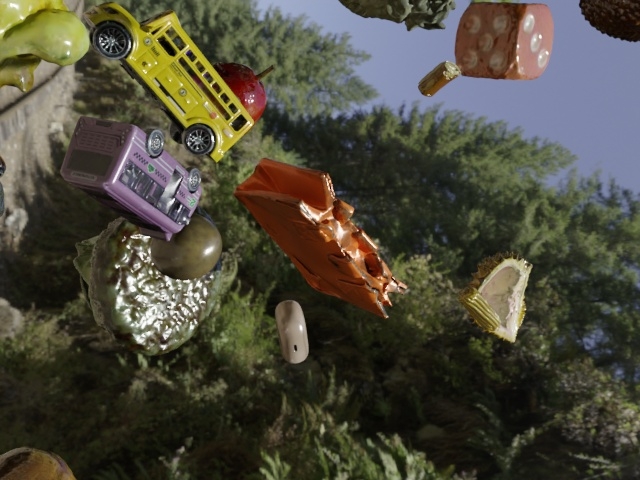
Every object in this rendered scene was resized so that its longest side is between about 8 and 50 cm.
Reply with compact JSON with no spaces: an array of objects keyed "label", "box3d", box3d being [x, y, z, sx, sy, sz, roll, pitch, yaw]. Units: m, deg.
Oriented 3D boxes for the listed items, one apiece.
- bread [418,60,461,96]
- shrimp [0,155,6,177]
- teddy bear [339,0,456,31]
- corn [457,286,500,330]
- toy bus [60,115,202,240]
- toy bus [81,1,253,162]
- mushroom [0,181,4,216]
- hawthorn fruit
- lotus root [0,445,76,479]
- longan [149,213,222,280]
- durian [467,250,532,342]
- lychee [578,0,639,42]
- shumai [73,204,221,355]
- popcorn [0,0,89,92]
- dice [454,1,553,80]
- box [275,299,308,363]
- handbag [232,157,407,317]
[{"label":"bread","box3d":[0.227,-0.312,1.073,0.083,0.047,0.036,-31,-116,53]},{"label":"shrimp","box3d":[-0.676,-0.162,1.039,0.289,0.178,0.075,25,-85,41]},{"label":"teddy bear","box3d":[0.151,-0.539,0.917,0.224,0.357,0.367,18,63,-82]},{"label":"corn","box3d":[0.257,0.111,0.901,0.092,0.037,0.037,49,-14,-16]},{"label":"toy bus","box3d":[-0.221,-0.071,0.672,0.178,0.087,0.098,53,51,-67]},{"label":"toy bus","box3d":[-0.280,-0.308,1.039,0.331,0.151,0.145,51,-6,-32]},{"label":"mushroom","box3d":[-0.922,-0.161,1.488,0.159,0.122,0.328,47,2,-35]},{"label":"hawthorn fruit","box3d":[-0.239,-0.411,1.583,0.210,0.266,0.230,62,1,11]},{"label":"lotus root","box3d":[-0.606,0.537,1.151,0.192,0.272,0.272,-49,152,-56]},{"label":"longan","box3d":[-0.205,0.007,0.836,0.119,0.106,0.106,31,-54,38]},{"label":"durian","box3d":[0.446,0.126,1.431,0.138,0.183,0.249,-102,-168,-61]},{"label":"lychee","box3d":[0.550,-0.437,0.957,0.194,0.194,0.194,176,-90,-69]},{"label":"shumai","box3d":[-0.470,0.068,1.407,0.348,0.395,0.395,5,-79,34]},{"label":"popcorn","box3d":[-0.500,-0.340,0.769,0.335,0.279,0.274,-21,-97,44]},{"label":"dice","box3d":[0.442,-0.482,1.341,0.175,0.174,0.179,21,-62,46]},{"label":"box","box3d":[-0.087,0.279,1.700,0.146,0.088,0.200,-112,-166,-55]},{"label":"handbag","box3d":[0.000,0.000,1.302,0.303,0.116,0.410,20,-25,49]}]
